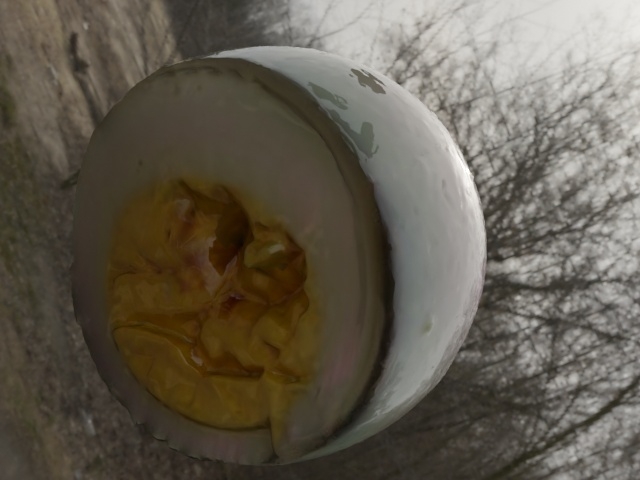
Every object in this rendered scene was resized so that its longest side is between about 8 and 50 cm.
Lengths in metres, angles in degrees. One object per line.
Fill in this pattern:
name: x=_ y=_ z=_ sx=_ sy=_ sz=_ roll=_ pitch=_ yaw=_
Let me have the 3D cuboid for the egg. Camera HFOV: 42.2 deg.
egg: x=0.000 y=0.000 z=0.785 sx=0.339 sy=0.354 sz=0.355 roll=-15 pitch=82 yaw=-56
